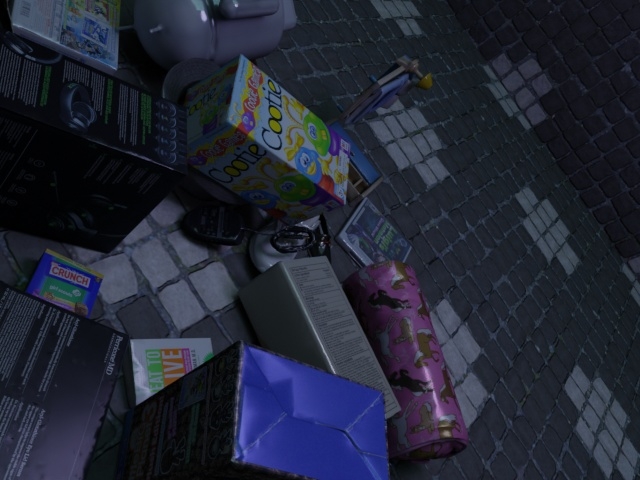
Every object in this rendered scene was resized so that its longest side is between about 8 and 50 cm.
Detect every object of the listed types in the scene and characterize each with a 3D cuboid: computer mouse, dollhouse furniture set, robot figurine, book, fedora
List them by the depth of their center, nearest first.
[{"bbox_3d":[-0.224,0.198,0.956,0.144,0.035,0.096,7,62,-45],"label":"book"},{"bbox_3d":[-0.129,-0.014,1.149,0.242,0.041,0.071,11,64,-13],"label":"computer mouse"},{"bbox_3d":[-0.216,-0.181,1.169,0.275,0.124,0.243,53,39,-20],"label":"fedora"},{"bbox_3d":[-0.214,-0.443,1.247,0.353,0.300,0.199,-27,110,-37],"label":"robot figurine"},{"bbox_3d":[0.115,-0.234,1.416,0.198,0.303,0.286,50,38,-3],"label":"dollhouse furniture set"}]

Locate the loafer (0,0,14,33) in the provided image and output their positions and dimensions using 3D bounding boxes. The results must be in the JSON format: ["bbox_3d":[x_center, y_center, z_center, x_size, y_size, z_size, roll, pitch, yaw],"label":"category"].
[{"bbox_3d":[-0.548,-0.384,1.005,0.102,0.092,0.268,-21,79,-51],"label":"loafer"}]

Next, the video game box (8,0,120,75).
[{"bbox_3d":[-0.461,-0.407,1.151,0.187,0.048,0.205,17,51,-36],"label":"video game box"}]

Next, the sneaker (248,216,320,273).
[{"bbox_3d":[-0.058,-0.023,1.225,0.090,0.115,0.232,42,39,-15],"label":"sneaker"}]

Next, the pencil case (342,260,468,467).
[{"bbox_3d":[0.155,0.226,1.217,0.160,0.167,0.386,30,40,-53],"label":"pencil case"}]

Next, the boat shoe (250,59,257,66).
[{"bbox_3d":[-0.183,-0.315,1.357,0.105,0.089,0.285,-3,59,-19],"label":"boat shoe"}]

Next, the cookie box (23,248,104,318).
[{"bbox_3d":[-0.366,0.079,0.886,0.092,0.040,0.107,30,43,-27],"label":"cookie box"}]

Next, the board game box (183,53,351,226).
[{"bbox_3d":[-0.092,-0.159,1.090,0.275,0.144,0.142,32,51,-38],"label":"board game box"}]

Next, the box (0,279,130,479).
[{"bbox_3d":[-0.359,0.205,0.748,0.184,0.103,0.261,29,44,-25],"label":"box"}]

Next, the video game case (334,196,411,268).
[{"bbox_3d":[0.128,0.006,1.475,0.173,0.022,0.190,47,38,-9],"label":"video game case"}]

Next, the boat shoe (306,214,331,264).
[{"bbox_3d":[-0.001,0.000,1.330,0.049,0.042,0.133,12,55,-44],"label":"boat shoe"}]

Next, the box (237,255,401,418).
[{"bbox_3d":[-0.003,0.190,1.103,0.148,0.121,0.311,-4,64,-54],"label":"box"}]

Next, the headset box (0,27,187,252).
[{"bbox_3d":[-0.351,-0.116,0.882,0.283,0.246,0.131,18,51,-36],"label":"headset box"}]

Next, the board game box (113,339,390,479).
[{"bbox_3d":[-0.094,0.273,0.819,0.232,0.291,0.141,26,47,-31],"label":"board game box"}]
